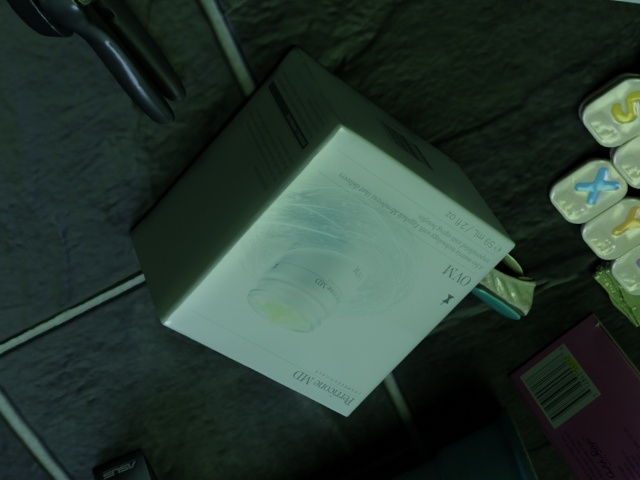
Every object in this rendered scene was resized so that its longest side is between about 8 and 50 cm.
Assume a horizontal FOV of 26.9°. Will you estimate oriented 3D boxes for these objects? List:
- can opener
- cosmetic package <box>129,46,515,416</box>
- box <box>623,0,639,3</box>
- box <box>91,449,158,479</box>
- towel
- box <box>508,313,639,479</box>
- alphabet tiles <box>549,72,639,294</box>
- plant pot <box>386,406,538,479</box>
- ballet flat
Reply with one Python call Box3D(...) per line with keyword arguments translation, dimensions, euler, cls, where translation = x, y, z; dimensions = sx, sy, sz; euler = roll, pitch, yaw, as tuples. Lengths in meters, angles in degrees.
Box3D(translation=(-0.162, -0.160, 1.024), dimensions=(0.186, 0.073, 0.059), euler=(43, 63, -42), cls="can opener")
Box3D(translation=(0.000, 0.000, 1.148), dimensions=(0.224, 0.138, 0.224), euler=(31, 110, -36), cls="cosmetic package")
Box3D(translation=(0.331, -0.319, 1.052), dimensions=(0.231, 0.127, 0.262), euler=(1, 124, -24), cls="box")
Box3D(translation=(-0.144, 0.348, 1.318), dimensions=(0.056, 0.183, 0.231), euler=(-24, 131, -4), cls="box")
Box3D(translation=(0.360, 0.019, 1.380), dimensions=(0.148, 0.027, 0.110), euler=(-37, 129, 8), cls="towel")
Box3D(translation=(0.339, 0.235, 1.411), dimensions=(0.117, 0.213, 0.243), euler=(-39, 130, 8), cls="box")
Box3D(translation=(0.374, -0.066, 1.276), dimensions=(0.278, 0.021, 0.284), euler=(-34, 118, 18), cls="alphabet tiles")
Box3D(translation=(0.096, 0.389, 1.373), dimensions=(0.334, 0.341, 0.341), euler=(-21, 130, 3), cls="plant pot")
Box3D(translation=(0.149, 0.023, 1.291), dimensions=(0.168, 0.057, 0.052), euler=(32, 81, -40), cls="ballet flat")
